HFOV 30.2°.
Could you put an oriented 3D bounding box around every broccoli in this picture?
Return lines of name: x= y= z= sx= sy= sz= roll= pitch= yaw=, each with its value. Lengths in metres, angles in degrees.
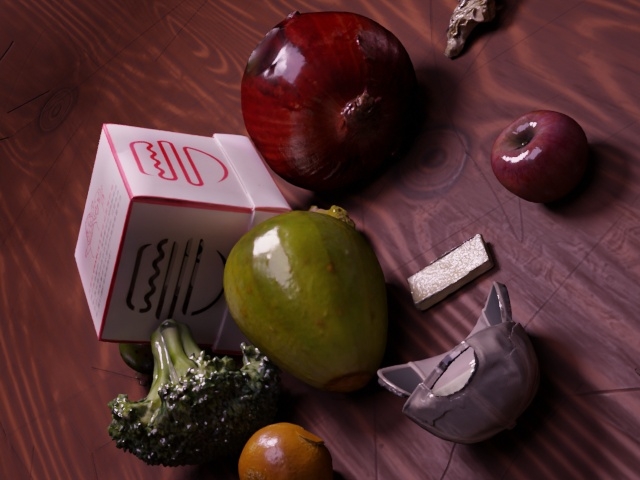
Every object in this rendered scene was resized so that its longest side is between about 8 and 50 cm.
broccoli: x=-0.217 y=0.277 z=2.014 sx=0.260 sy=0.288 sz=0.235 roll=-141 pitch=51 yaw=-61

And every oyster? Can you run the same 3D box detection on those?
oyster: x=0.289 y=-0.437 z=2.270 sx=0.191 sy=0.081 sz=0.163 roll=-59 pitch=9 yaw=14

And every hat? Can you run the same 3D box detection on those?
hat: x=0.212 y=0.190 z=1.710 sx=0.232 sy=0.161 sz=0.275 roll=-35 pitch=13 yaw=3

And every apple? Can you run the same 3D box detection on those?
apple: x=0.350 y=-0.130 z=1.868 sx=0.153 sy=0.120 sz=0.153 roll=-28 pitch=35 yaw=23

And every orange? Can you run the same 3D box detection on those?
orange: x=-0.050 y=0.357 z=1.844 sx=0.154 sy=0.155 sz=0.134 roll=-16 pitch=6 yaw=39

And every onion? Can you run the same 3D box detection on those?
onion: x=0.007 y=-0.279 z=2.232 sx=0.341 sy=0.341 sz=0.341 roll=-29 pitch=40 yaw=28

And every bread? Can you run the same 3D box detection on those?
bread: x=0.211 y=0.053 z=1.930 sx=0.153 sy=0.028 sz=0.068 roll=-35 pitch=38 yaw=19

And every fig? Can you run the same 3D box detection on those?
fig: x=-0.007 y=0.105 z=1.948 sx=0.258 sy=0.258 sz=0.326 roll=-40 pitch=60 yaw=14

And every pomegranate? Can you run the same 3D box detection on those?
pomegranate: x=-0.331 y=0.209 z=2.318 sx=0.130 sy=0.130 sz=0.130 roll=-29 pitch=40 yaw=28

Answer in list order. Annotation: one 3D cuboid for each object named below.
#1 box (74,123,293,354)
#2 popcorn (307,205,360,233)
box: x=-0.261 y=-0.006 z=2.180 sx=0.312 sy=0.300 sz=0.314 roll=-122 pitch=44 yaw=-53
popcorn: x=0.000 y=0.000 z=2.140 sx=0.145 sy=0.126 sz=0.126 roll=-38 pitch=8 yaw=43
